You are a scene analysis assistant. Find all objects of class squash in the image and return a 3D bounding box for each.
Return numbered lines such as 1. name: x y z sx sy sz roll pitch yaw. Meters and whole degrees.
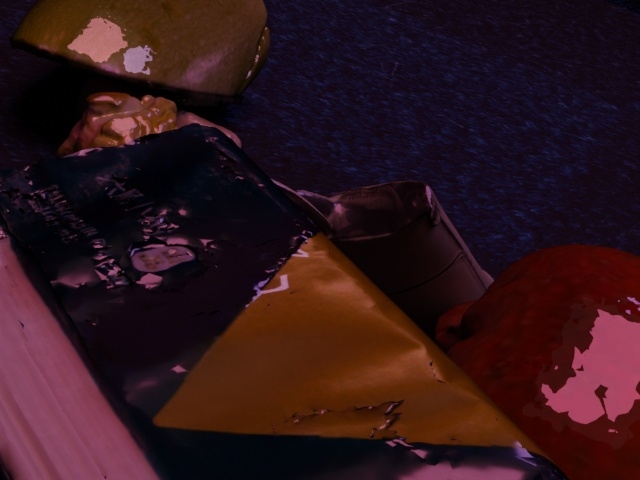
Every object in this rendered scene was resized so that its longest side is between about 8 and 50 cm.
1. squash: -0.210 -0.209 1.258 0.233 0.210 0.309 19 40 6

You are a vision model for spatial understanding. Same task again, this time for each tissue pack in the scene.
1. tissue pack: -0.056 0.163 0.542 0.253 0.264 0.416 -15 41 -29

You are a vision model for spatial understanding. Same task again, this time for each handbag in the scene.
1. handbag: 0.000 0.000 0.827 0.241 0.315 0.109 0 63 28

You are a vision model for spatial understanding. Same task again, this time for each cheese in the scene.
1. cheese: -0.177 -0.122 1.209 0.194 0.065 0.043 23 -14 14

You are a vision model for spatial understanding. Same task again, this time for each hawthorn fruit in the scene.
1. hawthorn fruit: 0.180 0.161 0.713 0.298 0.277 0.277 30 29 5

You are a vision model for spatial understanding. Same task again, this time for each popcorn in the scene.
1. popcorn: -0.185 -0.079 1.069 0.126 0.126 0.145 28 47 -2
